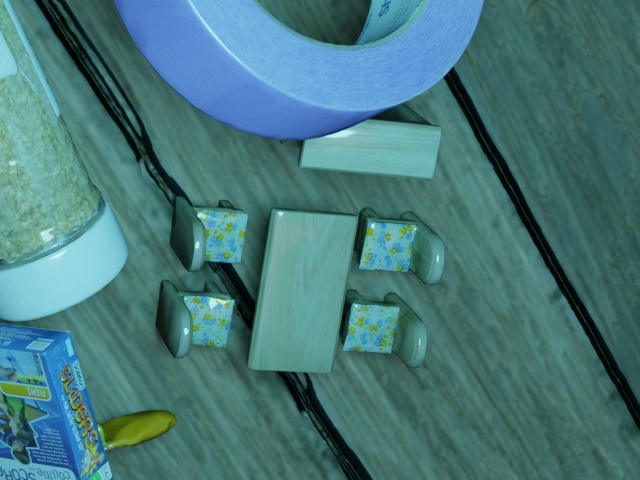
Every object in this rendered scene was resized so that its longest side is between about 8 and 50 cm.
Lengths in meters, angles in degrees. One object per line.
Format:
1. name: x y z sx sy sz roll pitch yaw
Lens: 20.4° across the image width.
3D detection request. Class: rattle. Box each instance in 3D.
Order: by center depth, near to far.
1. rattle: -0.223 0.102 1.462 0.143 0.130 0.199 -35 84 -22

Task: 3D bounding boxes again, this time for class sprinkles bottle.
1. sprinkles bottle: -0.267 -0.115 1.341 0.121 0.121 0.355 -26 113 -7

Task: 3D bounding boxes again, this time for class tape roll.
1. tape roll: -0.015 -0.215 1.278 0.275 0.090 0.274 8 74 -30

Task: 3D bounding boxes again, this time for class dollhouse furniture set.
1. dollhouse furniture set: 0.000 0.000 1.437 0.212 0.161 0.242 4 107 -18

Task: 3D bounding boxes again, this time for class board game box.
1. board game box: -0.265 0.127 1.392 0.035 0.201 0.136 -43 130 -47
